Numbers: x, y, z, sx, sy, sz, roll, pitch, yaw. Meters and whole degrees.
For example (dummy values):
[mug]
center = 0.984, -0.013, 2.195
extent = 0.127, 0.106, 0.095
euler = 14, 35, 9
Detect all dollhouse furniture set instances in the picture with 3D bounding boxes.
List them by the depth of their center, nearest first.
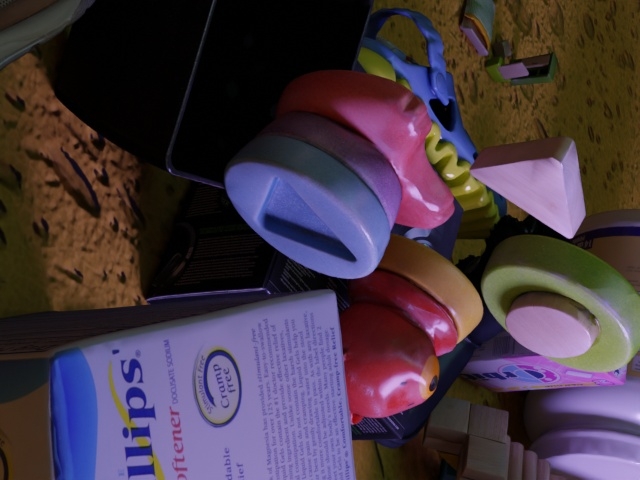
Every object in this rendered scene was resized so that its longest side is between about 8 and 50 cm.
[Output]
[dollhouse furniture set]
center = 0.229, -0.244, 1.786
extent = 0.152, 0.058, 0.076
euler = 48, 48, -43

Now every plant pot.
[plant pot]
center = -0.096, -0.145, 1.158
extent = 0.187, 0.167, 0.188
euler = 15, 93, -55

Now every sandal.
[sandal]
center = 0.110, -0.118, 1.498
extent = 0.317, 0.126, 0.138
euler = 54, 47, -43

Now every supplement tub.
[supplement tub]
center = 0.379, 0.156, 1.795
extent = 0.241, 0.241, 0.331
euler = 48, 48, -42

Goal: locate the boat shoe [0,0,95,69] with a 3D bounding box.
[boat shoe]
center = -0.249, -0.173, 1.002
extent = 0.116, 0.123, 0.324
euler = 64, 37, -26

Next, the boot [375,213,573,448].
[boot]
center = 0.145, 0.078, 1.471
extent = 0.094, 0.207, 0.246
euler = 45, 39, -4

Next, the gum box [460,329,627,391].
[gum box]
center = 0.229, 0.120, 1.627
extent = 0.107, 0.188, 0.062
euler = 30, 61, -42

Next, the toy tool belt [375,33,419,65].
[toy tool belt]
center = 0.062, -0.182, 1.545
extent = 0.083, 0.052, 0.051
euler = 27, 97, -48

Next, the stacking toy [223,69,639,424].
[stacking toy]
center = 0.076, 0.033, 1.087
extent = 0.130, 0.279, 0.309
euler = -55, 137, -25

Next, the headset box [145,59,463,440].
[headset box]
center = 0.000, 0.000, 1.341
extent = 0.246, 0.131, 0.283
euler = 49, 47, -41

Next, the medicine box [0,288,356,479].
[medicine box]
center = -0.164, 0.125, 0.953
extent = 0.289, 0.263, 0.149
euler = -10, 94, -56

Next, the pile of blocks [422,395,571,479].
[pile of blocks]
center = 0.213, 0.313, 1.599
extent = 0.362, 0.149, 0.113
euler = 41, 40, -28
